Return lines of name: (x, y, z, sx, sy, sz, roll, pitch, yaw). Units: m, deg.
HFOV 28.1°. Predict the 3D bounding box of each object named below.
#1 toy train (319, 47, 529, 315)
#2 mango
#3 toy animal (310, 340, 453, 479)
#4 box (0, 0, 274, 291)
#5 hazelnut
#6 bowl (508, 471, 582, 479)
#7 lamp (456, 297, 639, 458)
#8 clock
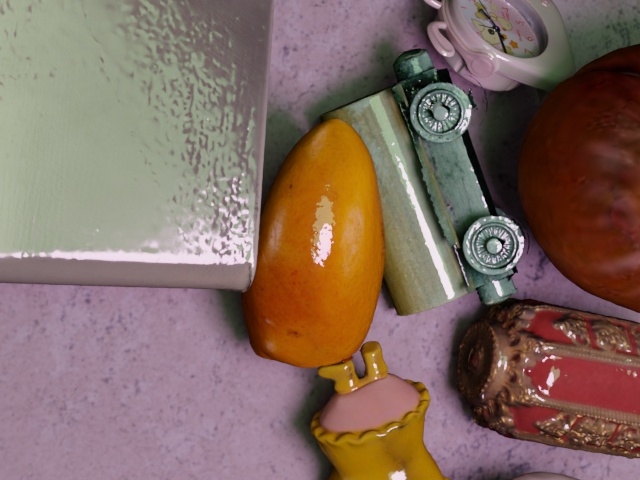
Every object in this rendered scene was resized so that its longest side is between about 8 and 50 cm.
toy train: (0.117, -0.057, 1.447, 0.189, 0.126, 0.307, -22, 97, -3)
mango: (0.000, 0.000, 1.368, 0.187, 0.138, 0.257, -29, 131, -44)
toy animal: (0.069, 0.231, 1.424, 0.156, 0.156, 0.229, -24, 101, -18)
box: (-0.239, -0.120, 1.307, 0.344, 0.177, 0.352, 5, 87, -21)
hazelnut: (0.397, -0.066, 1.392, 0.372, 0.372, 0.315, -35, 106, -17)
bowl: (0.216, 0.374, 1.442, 0.145, 0.277, 0.277, 27, 77, 27)
lamp: (0.300, 0.161, 1.500, 0.274, 0.177, 0.177, 12, 85, -17)
clock: (0.198, -0.239, 1.482, 0.191, 0.062, 0.151, 11, 53, -24)
